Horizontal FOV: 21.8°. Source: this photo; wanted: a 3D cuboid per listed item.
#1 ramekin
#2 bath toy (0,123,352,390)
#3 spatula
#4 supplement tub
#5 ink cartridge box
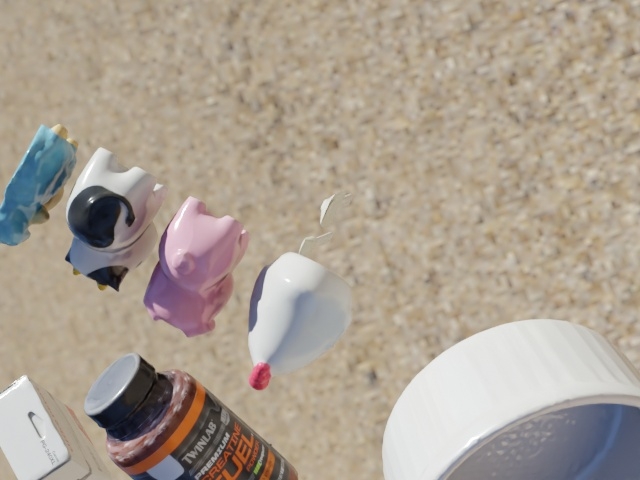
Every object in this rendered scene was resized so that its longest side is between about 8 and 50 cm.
[{"bbox_3d":[0.188,0.202,1.480,0.135,0.277,0.277,-113,16,-51],"label":"ramekin"},{"bbox_3d":[-0.137,0.025,1.551,0.348,0.129,0.151,27,173,13],"label":"bath toy"},{"bbox_3d":[0.000,0.000,2.280,0.019,0.168,0.242,27,-172,8],"label":"spatula"},{"bbox_3d":[-0.119,0.188,1.488,0.198,0.106,0.106,44,171,-23],"label":"supplement tub"},{"bbox_3d":[-0.288,0.220,1.762,0.109,0.063,0.150,56,179,23],"label":"ink cartridge box"}]
